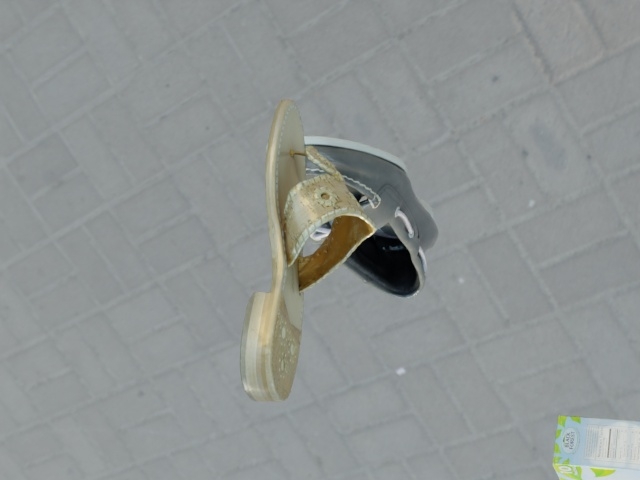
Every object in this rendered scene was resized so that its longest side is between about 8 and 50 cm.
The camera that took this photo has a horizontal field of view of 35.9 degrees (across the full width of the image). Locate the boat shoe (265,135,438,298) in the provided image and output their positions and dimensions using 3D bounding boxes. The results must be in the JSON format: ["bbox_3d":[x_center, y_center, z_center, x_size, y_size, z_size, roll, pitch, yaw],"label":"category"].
[{"bbox_3d":[0.045,-0.015,0.981,0.112,0.335,0.096,-6,75,22],"label":"boat shoe"}]

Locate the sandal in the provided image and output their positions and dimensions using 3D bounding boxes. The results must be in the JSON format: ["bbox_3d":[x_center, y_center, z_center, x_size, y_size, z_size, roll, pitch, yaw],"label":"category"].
[{"bbox_3d":[0.002,0.003,0.722,0.079,0.240,0.088,-2,151,16],"label":"sandal"}]

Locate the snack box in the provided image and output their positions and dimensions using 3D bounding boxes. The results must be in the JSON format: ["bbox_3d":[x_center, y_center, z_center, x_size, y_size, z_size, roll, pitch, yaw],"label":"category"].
[{"bbox_3d":[0.215,0.161,0.652,0.100,0.037,0.141,1,148,26],"label":"snack box"}]
